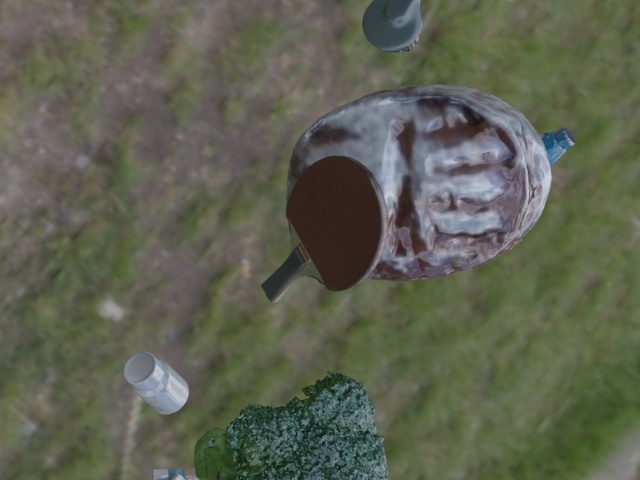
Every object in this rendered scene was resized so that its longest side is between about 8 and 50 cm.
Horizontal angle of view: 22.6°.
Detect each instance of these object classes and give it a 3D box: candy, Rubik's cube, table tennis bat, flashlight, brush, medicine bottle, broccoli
[{"bbox_3d":[0.101,-0.062,1.755,0.157,0.289,0.214,-24,108,-69],"label":"candy"},{"bbox_3d":[-0.189,0.340,2.088,0.075,0.073,0.084,-9,146,2],"label":"Rubik's cube"},{"bbox_3d":[0.000,0.000,1.662,0.019,0.130,0.220,-13,156,-41],"label":"table tennis bat"},{"bbox_3d":[0.263,-0.100,2.011,0.129,0.051,0.051,-31,165,29],"label":"flashlight"},{"bbox_3d":[0.126,-0.309,1.619,0.266,0.062,0.027,-59,164,6],"label":"brush"},{"bbox_3d":[-0.200,0.172,1.946,0.052,0.052,0.089,-49,144,-9],"label":"medicine bottle"},{"bbox_3d":[-0.045,0.271,1.837,0.269,0.269,0.254,-49,128,-9],"label":"broccoli"}]
